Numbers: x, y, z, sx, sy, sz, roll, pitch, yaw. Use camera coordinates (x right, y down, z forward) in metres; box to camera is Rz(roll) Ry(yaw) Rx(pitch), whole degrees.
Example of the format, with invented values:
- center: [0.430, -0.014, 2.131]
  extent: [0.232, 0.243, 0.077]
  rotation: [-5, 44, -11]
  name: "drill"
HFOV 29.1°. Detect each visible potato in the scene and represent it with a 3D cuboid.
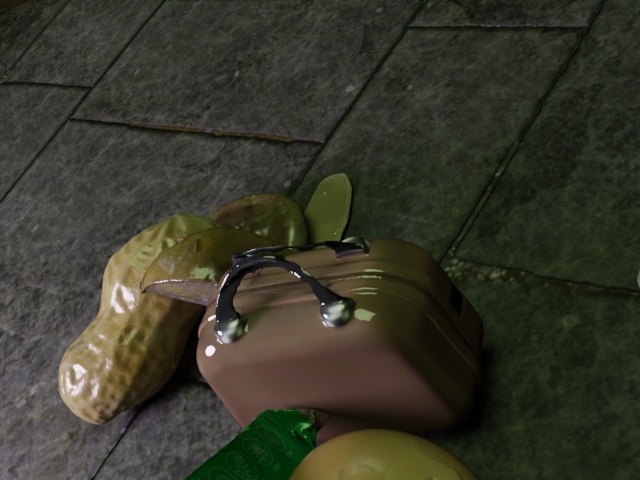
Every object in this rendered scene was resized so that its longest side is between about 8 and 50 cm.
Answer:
- center: [-0.088, 0.033, 1.514]
  extent: [0.261, 0.100, 0.120]
  rotation: [14, 69, 1]
  name: "potato"

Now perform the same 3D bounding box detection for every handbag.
- center: [0.004, 0.097, 1.351]
  extent: [0.301, 0.283, 0.149]
  rotation: [-9, 47, 31]
  name: "handbag"

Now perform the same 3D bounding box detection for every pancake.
- center: [-0.122, 0.032, 1.700]
  extent: [0.241, 0.050, 0.242]
  rotation: [-24, 46, 27]
  name: "pancake"

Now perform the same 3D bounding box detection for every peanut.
- center: [-0.233, 0.101, 1.627]
  extent: [0.149, 0.149, 0.313]
  rotation: [29, 91, 50]
  name: "peanut"

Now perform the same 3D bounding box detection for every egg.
- center: [0.059, 0.280, 1.191]
  extent: [0.201, 0.201, 0.244]
  rotation: [-44, 24, -10]
  name: "egg"

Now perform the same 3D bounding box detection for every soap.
- center: [-0.109, 0.284, 1.261]
  extent: [0.218, 0.098, 0.273]
  rotation: [-56, -8, 18]
  name: "soap"

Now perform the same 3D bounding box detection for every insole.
- center: [0.000, 0.000, 1.678]
  extent: [0.081, 0.011, 0.248]
  rotation: [-15, 43, 25]
  name: "insole"

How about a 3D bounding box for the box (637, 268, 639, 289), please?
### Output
- center: [0.443, 0.026, 1.206]
  extent: [0.227, 0.130, 0.162]
  rotation: [-41, 38, -4]
  name: "box"
